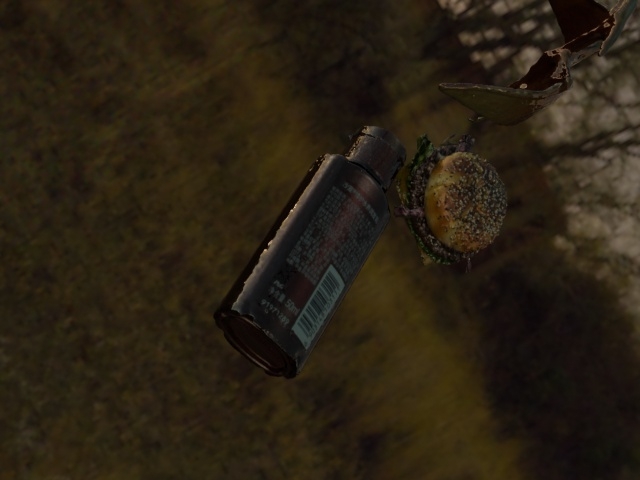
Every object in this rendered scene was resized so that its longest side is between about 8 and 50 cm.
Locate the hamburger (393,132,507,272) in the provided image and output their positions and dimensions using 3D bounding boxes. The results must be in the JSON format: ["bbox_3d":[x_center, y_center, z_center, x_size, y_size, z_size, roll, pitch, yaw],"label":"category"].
[{"bbox_3d":[0.183,-0.058,1.678,0.093,0.164,0.189,-6,-56,53],"label":"hamburger"}]

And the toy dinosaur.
[{"bbox_3d":[0.221,-0.204,1.325,0.113,0.327,0.206,51,-26,-8],"label":"toy dinosaur"}]

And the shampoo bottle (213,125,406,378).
[{"bbox_3d":[0.000,0.000,1.440,0.129,0.084,0.323,46,56,-24],"label":"shampoo bottle"}]
